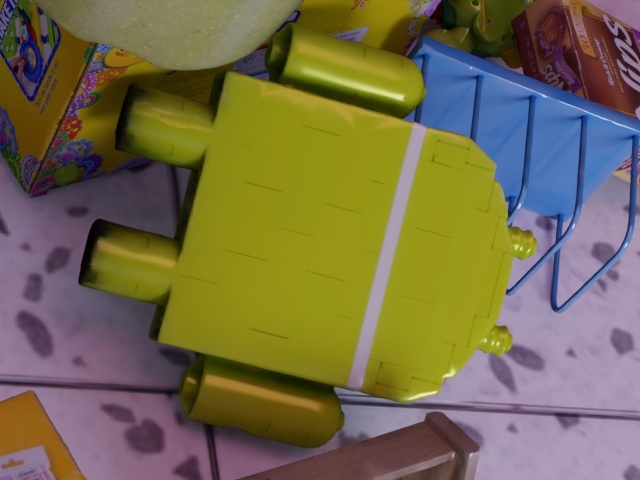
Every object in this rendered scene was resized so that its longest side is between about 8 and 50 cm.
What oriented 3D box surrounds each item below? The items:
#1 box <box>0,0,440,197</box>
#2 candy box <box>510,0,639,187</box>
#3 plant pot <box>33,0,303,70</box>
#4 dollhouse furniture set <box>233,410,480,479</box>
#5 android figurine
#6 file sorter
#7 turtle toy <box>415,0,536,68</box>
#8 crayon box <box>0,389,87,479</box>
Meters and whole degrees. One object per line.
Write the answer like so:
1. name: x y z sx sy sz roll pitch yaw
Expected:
1. box: -0.111 -0.217 1.216 0.290 0.177 0.279 -19 66 -36
2. candy box: 0.226 -0.099 1.348 0.187 0.053 0.109 20 48 -37
3. plant pot: -0.052 -0.231 0.967 0.276 0.254 0.276 14 52 -18
4. dollhouse furniture set: 0.063 0.216 0.974 0.161 0.212 0.242 -14 37 -32
5. android figurine: 0.000 0.000 1.115 0.273 0.056 0.248 13 87 -15
6. file sorter: 0.115 -0.037 1.243 0.170 0.118 0.104 19 54 -14
7. turtle toy: 0.111 -0.164 1.363 0.095 0.066 0.130 49 46 -21
8. crayon box: -0.157 0.250 0.904 0.203 0.083 0.323 -19 63 -35
